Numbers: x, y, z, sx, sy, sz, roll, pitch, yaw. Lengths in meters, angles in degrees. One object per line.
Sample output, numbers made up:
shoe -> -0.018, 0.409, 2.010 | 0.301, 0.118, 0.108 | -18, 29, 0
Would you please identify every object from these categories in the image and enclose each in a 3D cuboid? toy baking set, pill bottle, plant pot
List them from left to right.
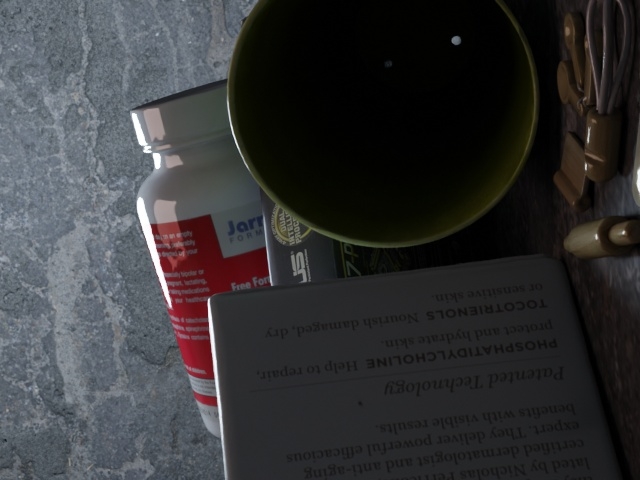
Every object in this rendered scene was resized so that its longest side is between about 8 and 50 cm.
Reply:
pill bottle -> -0.085, 0.015, 1.445 | 0.229, 0.229, 0.407 | -116, 10, -78
plant pot -> 0.075, -0.173, 1.186 | 0.293, 0.275, 0.274 | -67, -27, -66
toy baking set -> 0.204, -0.082, 0.898 | 0.256, 0.030, 0.196 | -164, 67, -86

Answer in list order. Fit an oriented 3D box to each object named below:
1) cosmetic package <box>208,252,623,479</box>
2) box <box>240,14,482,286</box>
cosmetic package -> 0.084, 0.275, 1.097 | 0.329, 0.327, 0.393 | 88, 174, -56
box -> 0.062, -0.047, 1.367 | 0.318, 0.097, 0.395 | 23, -128, -51
